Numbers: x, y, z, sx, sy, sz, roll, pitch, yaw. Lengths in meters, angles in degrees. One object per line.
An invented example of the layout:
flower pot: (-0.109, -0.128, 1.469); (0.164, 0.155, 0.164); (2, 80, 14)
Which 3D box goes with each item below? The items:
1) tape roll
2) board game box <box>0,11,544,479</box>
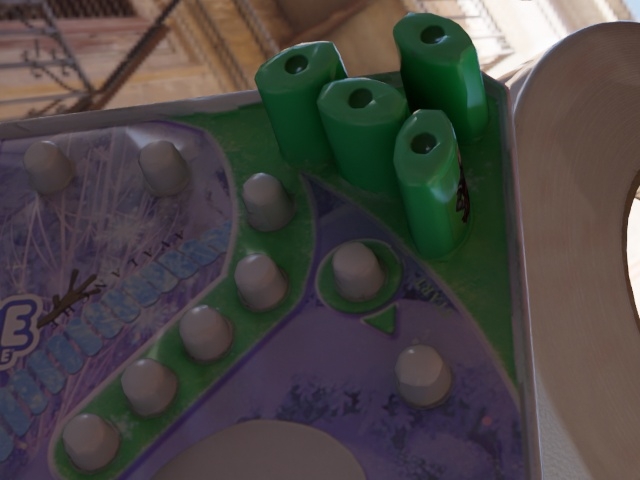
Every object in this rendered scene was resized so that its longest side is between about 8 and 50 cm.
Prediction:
tape roll: (0.231, 0.051, 0.756); (0.072, 0.392, 0.392); (-30, -96, 47)
board game box: (-0.136, 0.114, 0.317); (0.389, 0.050, 0.390); (-6, -124, 11)
